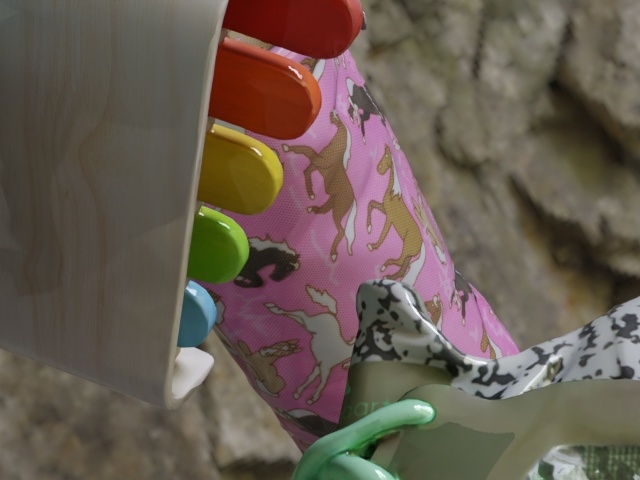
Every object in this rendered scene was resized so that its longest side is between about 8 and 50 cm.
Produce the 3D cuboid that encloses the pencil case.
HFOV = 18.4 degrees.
[{"bbox_3d":[0.000,0.000,1.222,0.167,0.160,0.386,-19,-52,12],"label":"pencil case"}]

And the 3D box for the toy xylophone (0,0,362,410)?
[{"bbox_3d":[-0.126,-0.056,0.941,0.081,0.236,0.322,-59,-8,-49],"label":"toy xylophone"}]

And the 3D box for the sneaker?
[{"bbox_3d":[0.038,0.108,0.623,0.410,0.182,0.158,-29,-17,-26],"label":"sneaker"}]
